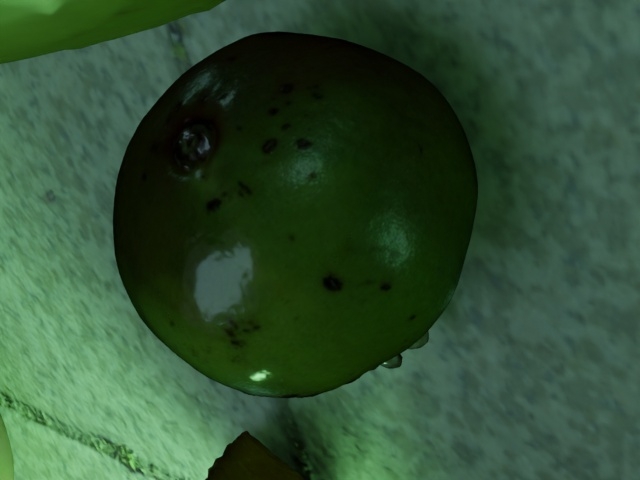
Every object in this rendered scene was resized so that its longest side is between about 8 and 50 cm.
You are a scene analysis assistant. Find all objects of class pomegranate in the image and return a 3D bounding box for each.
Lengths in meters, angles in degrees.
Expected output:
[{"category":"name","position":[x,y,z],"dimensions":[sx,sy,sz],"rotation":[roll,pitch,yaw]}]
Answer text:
[{"category":"pomegranate","position":[0.000,0.000,0.765],"dimensions":[0.180,0.180,0.209],"rotation":[17,159,42]}]

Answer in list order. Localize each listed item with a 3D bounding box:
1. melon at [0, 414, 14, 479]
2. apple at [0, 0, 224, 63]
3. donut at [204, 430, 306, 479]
[{"category":"melon","position":[-0.396,0.154,1.309],"dimensions":[0.317,0.223,0.223],"rotation":[51,146,-2]},{"category":"apple","position":[-0.104,-0.273,0.395],"dimensions":[0.473,0.473,0.473],"rotation":[31,140,30]},{"category":"donut","position":[-0.067,0.258,0.988],"dimensions":[0.108,0.277,0.277],"rotation":[26,142,2]}]
